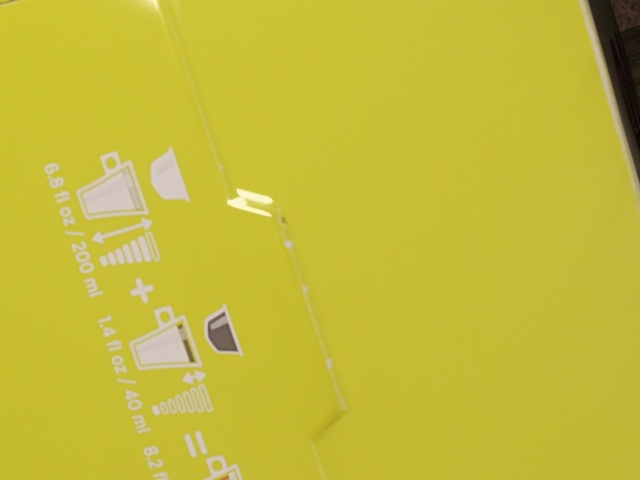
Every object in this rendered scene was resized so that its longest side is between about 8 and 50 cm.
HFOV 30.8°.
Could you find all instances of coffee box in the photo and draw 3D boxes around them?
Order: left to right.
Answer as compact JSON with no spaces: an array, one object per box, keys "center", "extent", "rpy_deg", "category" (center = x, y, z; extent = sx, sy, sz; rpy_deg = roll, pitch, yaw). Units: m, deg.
[{"center":[0.000,0.000,0.595],"extent":[0.338,0.338,0.334],"rpy_deg":[-16,8,17],"category":"coffee box"}]
